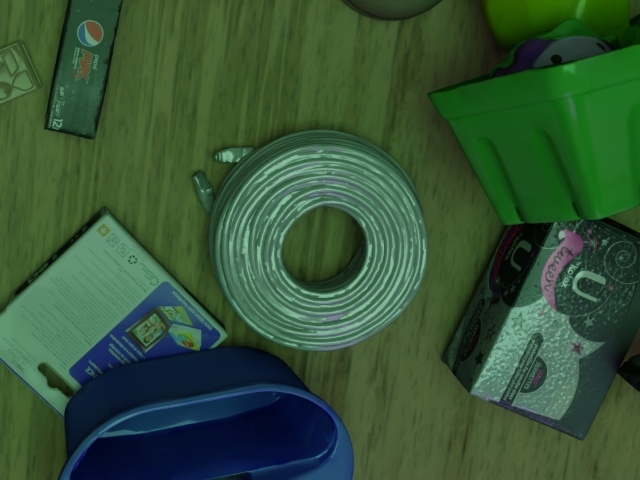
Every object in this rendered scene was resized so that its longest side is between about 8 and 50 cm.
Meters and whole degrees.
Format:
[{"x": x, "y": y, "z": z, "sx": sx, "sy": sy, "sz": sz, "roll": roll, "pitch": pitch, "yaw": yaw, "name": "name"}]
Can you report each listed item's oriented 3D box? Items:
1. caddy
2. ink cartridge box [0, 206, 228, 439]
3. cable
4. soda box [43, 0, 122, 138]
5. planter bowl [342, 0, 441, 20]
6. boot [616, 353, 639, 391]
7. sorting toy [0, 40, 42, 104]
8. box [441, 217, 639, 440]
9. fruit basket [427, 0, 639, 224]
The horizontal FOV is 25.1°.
[{"x": -0.135, "y": 0.263, "z": 1.616, "sx": 0.341, "sy": 0.179, "sz": 0.241, "roll": -10, "pitch": 113, "yaw": -15, "name": "caddy"}, {"x": -0.251, "y": 0.105, "z": 1.657, "sx": 0.208, "sy": 0.045, "sz": 0.206, "roll": -43, "pitch": 106, "yaw": 0, "name": "ink cartridge box"}, {"x": 0.000, "y": 0.000, "z": 1.656, "sx": 0.257, "sy": 0.089, "sz": 0.257, "roll": -15, "pitch": 104, "yaw": -6, "name": "cable"}, {"x": -0.261, "y": -0.201, "z": 1.585, "sx": 0.060, "sy": 0.053, "sz": 0.169, "roll": 11, "pitch": 101, "yaw": -12, "name": "soda box"}, {"x": 0.090, "y": -0.321, "z": 1.592, "sx": 0.162, "sy": 0.109, "sz": 0.162, "roll": -2, "pitch": 103, "yaw": -10, "name": "planter bowl"}, {"x": 0.471, "y": 0.103, "z": 1.666, "sx": 0.118, "sy": 0.338, "sz": 0.222, "roll": 39, "pitch": 101, "yaw": 21, "name": "boot"}, {"x": -0.353, "y": -0.197, "z": 1.591, "sx": 0.062, "sy": 0.012, "sz": 0.083, "roll": -22, "pitch": 108, "yaw": 0, "name": "sorting toy"}, {"x": 0.275, "y": 0.081, "z": 1.694, "sx": 0.163, "sy": 0.142, "sz": 0.247, "roll": 23, "pitch": 97, "yaw": -14, "name": "box"}, {"x": 0.302, "y": -0.226, "z": 1.549, "sx": 0.392, "sy": 0.283, "sz": 0.392, "roll": 1, "pitch": 88, "yaw": -30, "name": "fruit basket"}]
